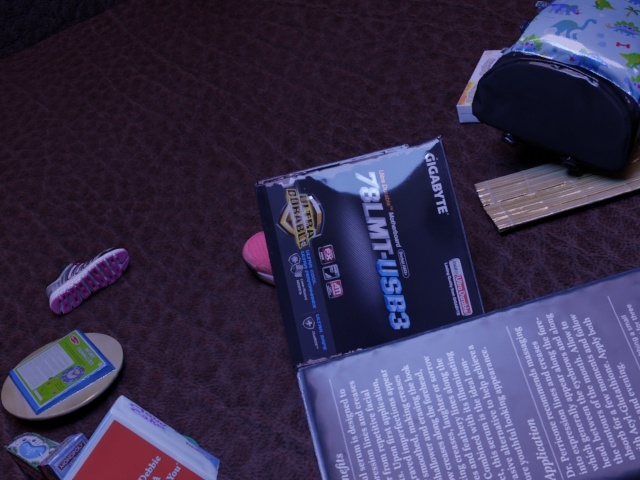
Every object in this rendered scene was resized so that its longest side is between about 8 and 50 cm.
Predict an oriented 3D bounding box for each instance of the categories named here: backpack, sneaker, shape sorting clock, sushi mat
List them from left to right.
[{"bbox_3d":[-0.418,0.220,1.628,0.206,0.040,0.206,-15,33,10],"label":"shape sorting clock"},{"bbox_3d":[-0.431,0.061,1.821,0.170,0.063,0.074,-38,46,-17],"label":"sneaker"},{"bbox_3d":[0.001,0.000,1.644,0.313,0.136,0.116,6,42,31],"label":"sneaker"},{"bbox_3d":[0.425,-0.098,1.676,0.316,0.019,0.151,-17,35,3],"label":"sushi mat"},{"bbox_3d":[0.474,-0.305,1.741,0.290,0.274,0.355,26,32,25],"label":"backpack"}]

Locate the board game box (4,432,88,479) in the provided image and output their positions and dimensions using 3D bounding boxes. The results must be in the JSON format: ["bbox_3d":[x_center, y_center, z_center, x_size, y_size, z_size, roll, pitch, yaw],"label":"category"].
[{"bbox_3d":[-0.326,0.319,1.329,0.194,0.194,0.060,17,50,39],"label":"board game box"}]

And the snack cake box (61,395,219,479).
[{"bbox_3d":[-0.258,0.341,1.203,0.264,0.152,0.089,-54,5,2],"label":"snack cake box"}]

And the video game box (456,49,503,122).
[{"bbox_3d":[0.382,-0.302,1.939,0.187,0.048,0.205,1,41,28],"label":"video game box"}]

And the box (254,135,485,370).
[{"bbox_3d":[0.074,0.021,1.494,0.293,0.073,0.296,-13,80,8],"label":"box"}]

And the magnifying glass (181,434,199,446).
[{"bbox_3d":[-0.279,0.327,1.446,0.230,0.026,0.092,-6,39,15],"label":"magnifying glass"}]

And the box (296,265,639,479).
[{"bbox_3d":[0.209,0.228,1.078,0.395,0.293,0.212,-17,58,4],"label":"box"}]
